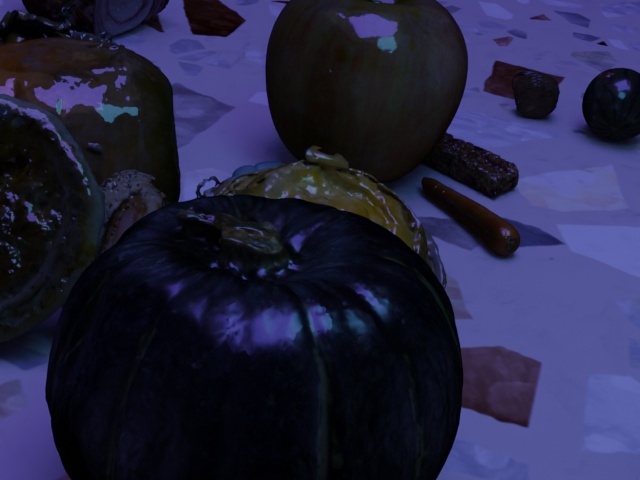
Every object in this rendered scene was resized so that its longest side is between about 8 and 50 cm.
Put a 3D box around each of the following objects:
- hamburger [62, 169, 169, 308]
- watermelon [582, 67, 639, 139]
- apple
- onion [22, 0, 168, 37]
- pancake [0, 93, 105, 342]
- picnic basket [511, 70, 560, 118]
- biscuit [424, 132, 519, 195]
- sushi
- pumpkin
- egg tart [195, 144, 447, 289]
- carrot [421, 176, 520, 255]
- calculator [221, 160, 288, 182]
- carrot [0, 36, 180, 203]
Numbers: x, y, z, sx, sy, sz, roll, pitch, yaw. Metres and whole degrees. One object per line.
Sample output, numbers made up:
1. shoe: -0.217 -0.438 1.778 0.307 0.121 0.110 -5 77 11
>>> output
1. hamburger: -0.191 0.023 1.137 0.087 0.176 0.102 10 -5 10
2. watermelon: 0.434 -0.207 1.728 0.105 0.105 0.133 9 46 2
3. apple: 0.056 -0.201 1.496 0.257 0.234 0.257 5 26 -2
4. onion: -0.366 -0.439 1.852 0.207 0.206 0.216 18 29 18
5. pancake: -0.319 -0.019 1.086 0.253 0.253 0.037 11 -6 6
6. picnic basket: 0.323 -0.227 1.780 0.072 0.072 0.083 7 41 -2
7. biscuit: 0.171 -0.114 1.570 0.199 0.034 0.064 30 34 34
8. sushi: -0.274 -0.200 1.461 0.139 0.131 0.291 24 -6 23
9. pumpkin: -0.049 0.102 0.902 0.323 0.241 0.323 6 26 -3
10. egg tart: 0.000 0.000 1.174 0.291 0.107 0.291 14 42 -13
11. carrot: 0.177 -0.034 1.432 0.037 0.037 0.190 -8 29 -27
12. calculator: -0.026 -0.023 1.345 0.184 0.042 0.295 -5 32 -22
13. carrot: -0.319 -0.095 1.227 0.341 0.224 0.224 -5 30 -6
